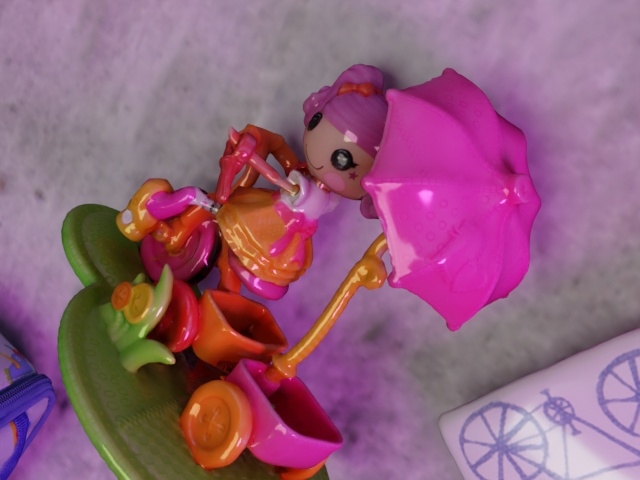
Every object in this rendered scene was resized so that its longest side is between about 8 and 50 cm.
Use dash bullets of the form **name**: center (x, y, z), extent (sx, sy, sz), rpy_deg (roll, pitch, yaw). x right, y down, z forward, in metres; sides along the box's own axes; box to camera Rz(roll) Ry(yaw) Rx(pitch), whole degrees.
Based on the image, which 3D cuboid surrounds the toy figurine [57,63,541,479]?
- **toy figurine**: center (0.000, 0.000, 0.414), extent (0.159, 0.130, 0.173), rpy_deg (-44, 53, 18)

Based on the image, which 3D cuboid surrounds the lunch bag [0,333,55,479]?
- **lunch bag**: center (-0.224, 0.127, 0.526), extent (0.090, 0.176, 0.219), rpy_deg (45, 123, 8)

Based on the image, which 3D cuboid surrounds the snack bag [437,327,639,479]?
- **snack bag**: center (0.235, 0.148, 0.332), extent (0.323, 0.037, 0.343), rpy_deg (-28, 87, 33)
